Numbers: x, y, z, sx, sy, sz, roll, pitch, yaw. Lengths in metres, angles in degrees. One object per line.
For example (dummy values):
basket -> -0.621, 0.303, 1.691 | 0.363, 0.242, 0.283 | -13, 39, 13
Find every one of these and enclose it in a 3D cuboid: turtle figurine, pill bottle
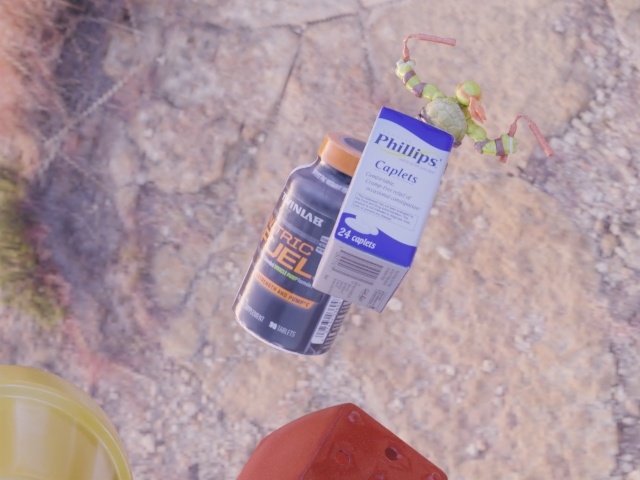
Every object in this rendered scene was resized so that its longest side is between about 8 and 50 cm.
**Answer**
turtle figurine -> 0.186, -0.152, 1.698 | 0.269, 0.087, 0.217 | 39, 130, 5
pill bottle -> 0.000, 0.000, 1.355 | 0.130, 0.130, 0.245 | 36, 110, 35

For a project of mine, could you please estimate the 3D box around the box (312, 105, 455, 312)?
box -> 0.055, -0.024, 1.033 | 0.072, 0.126, 0.137 | 21, 67, -1

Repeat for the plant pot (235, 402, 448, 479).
plant pot -> 0.019, 0.383, 1.603 | 0.267, 0.267, 0.235 | 37, 133, -1

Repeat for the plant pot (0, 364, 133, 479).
plant pot -> -0.286, 0.257, 1.044 | 0.239, 0.254, 0.253 | -159, 82, -74
